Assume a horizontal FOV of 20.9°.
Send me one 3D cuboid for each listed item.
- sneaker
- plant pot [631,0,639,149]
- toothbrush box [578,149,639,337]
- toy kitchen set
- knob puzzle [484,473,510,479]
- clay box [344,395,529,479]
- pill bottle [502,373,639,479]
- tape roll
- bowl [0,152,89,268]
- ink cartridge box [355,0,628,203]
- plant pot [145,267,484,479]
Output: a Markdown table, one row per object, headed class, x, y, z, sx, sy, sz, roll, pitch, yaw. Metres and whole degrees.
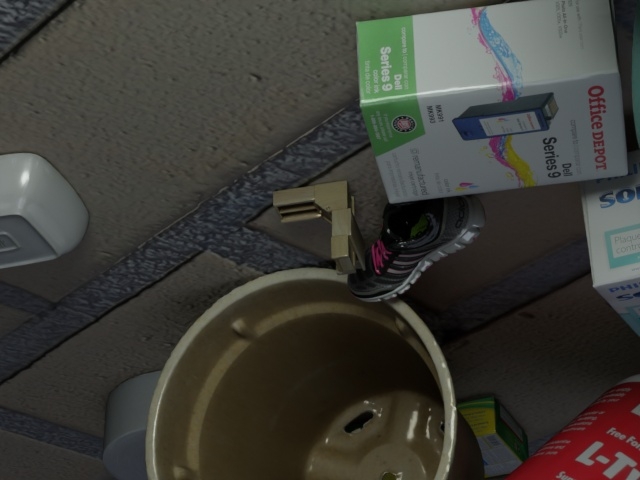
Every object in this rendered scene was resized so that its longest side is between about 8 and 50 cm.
| class | x | y | z | sx | sy | sz | roll | pitch | yaw |
| --- | --- | --- | --- | --- | --- | --- | --- | --- | --- |
| sneaker | 0.076 | -0.001 | 1.671 | 0.075 | 0.063 | 0.170 | 24 | 136 | -36 |
| plant pot | 0.361 | -0.131 | 1.263 | 0.235 | 0.293 | 0.293 | 4 | 153 | 24 |
| toothbrush box | 0.386 | 0.010 | 1.598 | 0.216 | 0.126 | 0.295 | -13 | 154 | 20 |
| toy kitchen set | 0.000 | 0.000 | 1.647 | 0.075 | 0.083 | 0.068 | -8 | 148 | 12 |
| knob puzzle | 0.285 | 0.349 | 2.286 | 0.213 | 0.030 | 0.213 | 0 | 149 | 0 |
| clay box | 0.128 | 0.254 | 2.101 | 0.222 | 0.053 | 0.127 | -12 | 147 | 21 |
| pill bottle | 0.329 | 0.285 | 1.820 | 0.408 | 0.229 | 0.229 | -35 | 165 | -32 |
| tape roll | -0.145 | 0.229 | 2.036 | 0.219 | 0.072 | 0.219 | 0 | 148 | 0 |
| bowl | -0.302 | -0.019 | 1.641 | 0.142 | 0.053 | 0.142 | -9 | 149 | 14 |
| ink cartridge box | 0.146 | -0.118 | 1.448 | 0.212 | 0.093 | 0.154 | -7 | 148 | 8 |
| plant pot | 0.028 | 0.231 | 1.851 | 0.334 | 0.334 | 0.305 | -12 | 159 | 18 |
